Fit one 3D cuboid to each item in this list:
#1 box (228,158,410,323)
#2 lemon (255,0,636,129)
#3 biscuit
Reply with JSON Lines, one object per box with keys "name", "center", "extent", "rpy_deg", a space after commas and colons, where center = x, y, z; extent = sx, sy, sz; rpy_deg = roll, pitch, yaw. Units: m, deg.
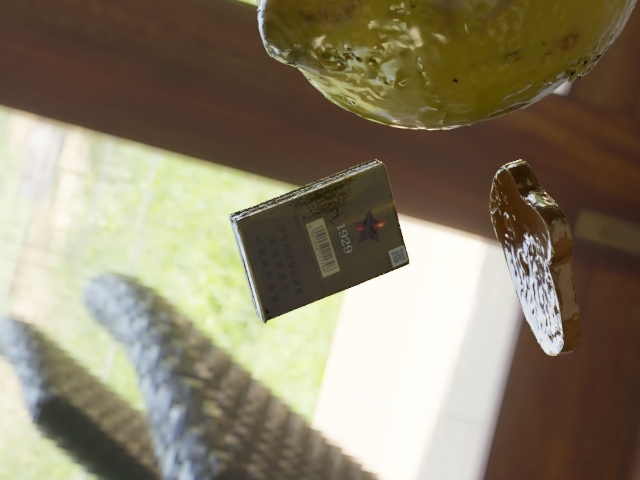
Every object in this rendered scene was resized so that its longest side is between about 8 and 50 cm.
{"name": "box", "center": [0.000, 0.000, 1.504], "extent": [0.023, 0.133, 0.090], "rpy_deg": [34, 143, 64]}
{"name": "lemon", "center": [0.083, -0.201, 1.245], "extent": [0.310, 0.258, 0.258], "rpy_deg": [-37, -9, -31]}
{"name": "biscuit", "center": [0.153, 0.009, 1.305], "extent": [0.118, 0.023, 0.140], "rpy_deg": [112, 143, -70]}
